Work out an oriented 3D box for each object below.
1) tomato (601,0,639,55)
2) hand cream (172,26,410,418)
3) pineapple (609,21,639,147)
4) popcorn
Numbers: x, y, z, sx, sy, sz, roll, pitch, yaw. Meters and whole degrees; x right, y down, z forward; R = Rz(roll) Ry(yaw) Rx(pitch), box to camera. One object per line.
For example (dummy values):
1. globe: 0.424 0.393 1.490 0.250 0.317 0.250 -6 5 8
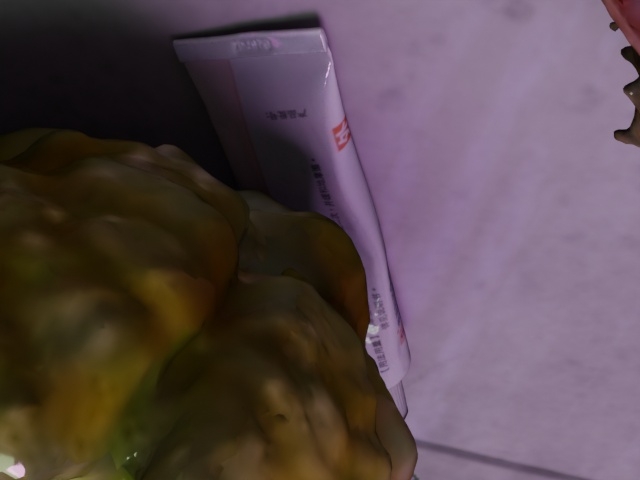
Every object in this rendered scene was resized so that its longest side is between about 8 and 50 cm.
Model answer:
1. tomato: 0.195 -0.125 0.384 0.309 0.309 0.170 -5 176 14
2. hand cream: -0.001 0.001 0.704 0.052 0.038 0.216 -22 130 -3
3. pineapple: 0.168 -0.055 0.526 0.193 0.166 0.166 41 130 -20
4. popcorn: -0.125 0.097 0.640 0.335 0.274 0.279 -8 129 33
